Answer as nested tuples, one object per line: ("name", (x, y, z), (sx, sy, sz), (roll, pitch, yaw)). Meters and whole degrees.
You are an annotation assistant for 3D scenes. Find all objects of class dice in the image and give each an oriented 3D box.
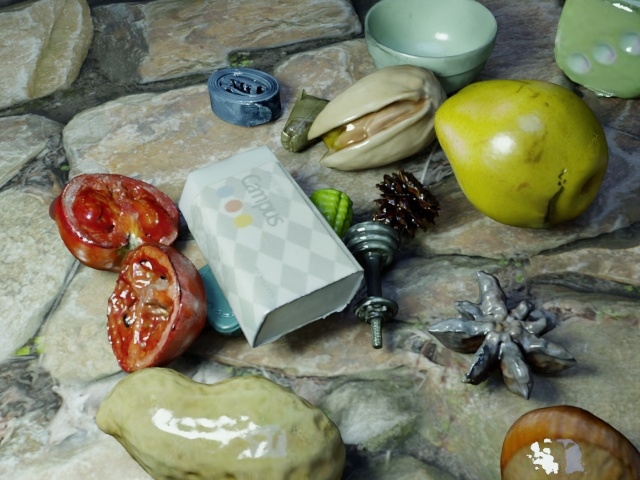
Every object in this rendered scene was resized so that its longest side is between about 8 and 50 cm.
("dice", (0.700, -0.492, 1.513), (0.252, 0.250, 0.254), (33, 60, 30))

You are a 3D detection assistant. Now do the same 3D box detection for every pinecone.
("pinecone", (0.158, -0.067, 1.281), (0.121, 0.140, 0.140), (-52, 52, 16))

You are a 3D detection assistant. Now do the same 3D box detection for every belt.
("belt", (-0.177, -0.338, 1.580), (0.190, 0.082, 0.141), (23, 52, 24))

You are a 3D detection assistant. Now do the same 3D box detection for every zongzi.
("zongzi", (0.010, -0.252, 1.497), (0.176, 0.078, 0.160), (16, 58, 8))

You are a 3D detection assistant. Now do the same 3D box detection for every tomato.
("tomato", (-0.402, -0.022, 1.293), (0.233, 0.140, 0.200), (5, 47, -37))
("tomato", (-0.270, 0.113, 1.146), (0.101, 0.228, 0.228), (12, 30, -47))

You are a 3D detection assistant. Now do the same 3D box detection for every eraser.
("eraser", (-0.106, -0.009, 1.199), (0.213, 0.082, 0.397), (-23, 48, -14))

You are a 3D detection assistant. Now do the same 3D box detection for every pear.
("pear", (0.373, -0.172, 1.273), (0.284, 0.285, 0.336), (-25, 30, -15))

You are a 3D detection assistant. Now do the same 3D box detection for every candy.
("candy", (0.000, 0.000, 1.266), (0.096, 0.097, 0.210), (9, 59, 13))

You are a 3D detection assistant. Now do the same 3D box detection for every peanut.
("peanut", (-0.150, 0.279, 0.984), (0.387, 0.170, 0.192), (9, 45, 14))

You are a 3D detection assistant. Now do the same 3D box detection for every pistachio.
("pistachio", (0.126, -0.257, 1.421), (0.318, 0.214, 0.194), (-22, 93, -4))

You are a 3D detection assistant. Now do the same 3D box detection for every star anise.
("star anise", (0.291, 0.156, 1.096), (0.229, 0.093, 0.236), (0, 51, 5))

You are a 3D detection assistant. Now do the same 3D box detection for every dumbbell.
("dumbbell", (0.096, 0.074, 1.187), (0.110, 0.110, 0.255), (-3, 55, 3))

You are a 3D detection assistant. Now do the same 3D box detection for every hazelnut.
("hazelnut", (0.346, 0.318, 0.905), (0.214, 0.176, 0.214), (26, 35, -20))

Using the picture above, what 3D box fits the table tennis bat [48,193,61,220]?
("table tennis bat", (-0.513, -0.091, 1.442), (0.154, 0.019, 0.098), (-35, 54, -20))

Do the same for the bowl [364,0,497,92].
("bowl", (0.257, -0.454, 1.583), (0.307, 0.163, 0.307), (-3, 48, 3))

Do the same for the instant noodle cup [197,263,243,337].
("instant noodle cup", (-0.141, 0.092, 1.211), (0.179, 0.070, 0.157), (-35, 53, -22))
